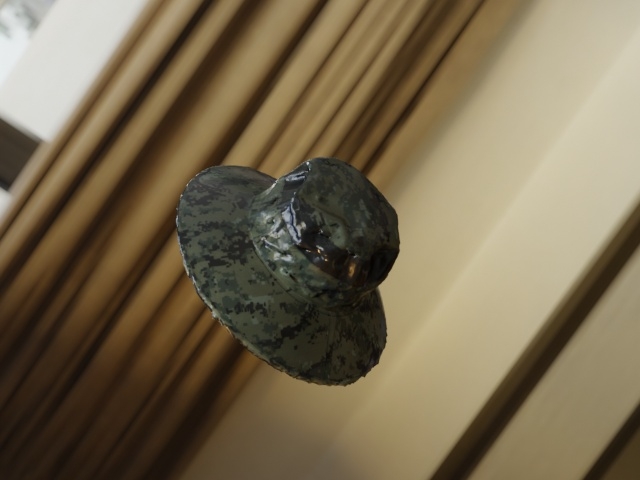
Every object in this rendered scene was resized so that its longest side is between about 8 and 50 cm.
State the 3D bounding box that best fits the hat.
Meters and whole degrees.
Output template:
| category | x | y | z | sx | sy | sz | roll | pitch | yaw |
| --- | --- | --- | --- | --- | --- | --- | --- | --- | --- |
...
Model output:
| category | x | y | z | sx | sy | sz | roll | pitch | yaw |
| --- | --- | --- | --- | --- | --- | --- | --- | --- | --- |
| hat | 0.000 | 0.000 | 1.682 | 0.265 | 0.128 | 0.265 | 30 | -143 | -25 |
